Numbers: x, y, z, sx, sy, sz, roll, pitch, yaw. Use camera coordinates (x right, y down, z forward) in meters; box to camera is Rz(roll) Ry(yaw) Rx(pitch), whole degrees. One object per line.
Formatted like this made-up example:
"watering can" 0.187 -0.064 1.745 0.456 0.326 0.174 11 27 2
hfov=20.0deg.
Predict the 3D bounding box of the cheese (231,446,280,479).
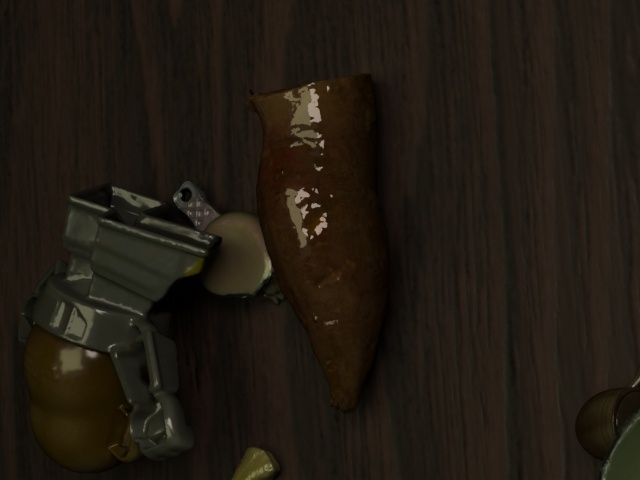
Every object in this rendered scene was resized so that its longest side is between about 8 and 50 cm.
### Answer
"cheese" -0.071 0.251 1.840 0.044 0.030 0.083 28 93 38

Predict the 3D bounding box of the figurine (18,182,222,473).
"figurine" -0.219 0.102 1.861 0.342 0.167 0.285 -133 58 -72

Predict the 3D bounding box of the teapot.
"teapot" 0.282 0.152 1.626 0.080 0.085 0.110 -16 44 53

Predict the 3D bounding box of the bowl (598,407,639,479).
"bowl" 0.346 0.230 1.532 0.211 0.112 0.211 -5 81 31

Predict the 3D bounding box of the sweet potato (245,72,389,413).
"sweet potato" 0.003 0.000 1.767 0.131 0.131 0.336 -11 77 31

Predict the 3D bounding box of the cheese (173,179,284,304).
"cheese" -0.099 0.007 1.879 0.171 0.047 0.092 27 96 31
